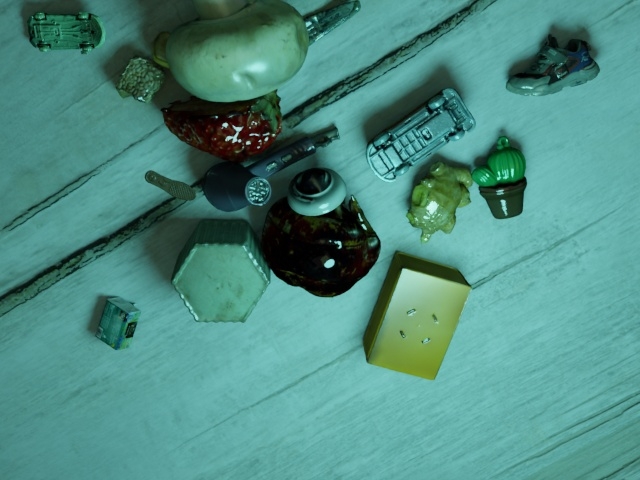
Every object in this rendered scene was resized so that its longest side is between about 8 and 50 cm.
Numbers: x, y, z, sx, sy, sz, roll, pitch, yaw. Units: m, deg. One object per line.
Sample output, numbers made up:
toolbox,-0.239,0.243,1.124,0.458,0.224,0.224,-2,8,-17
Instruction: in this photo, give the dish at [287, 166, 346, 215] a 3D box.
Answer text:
dish,-0.016,-0.133,1.738,0.141,0.141,0.078,-15,137,2

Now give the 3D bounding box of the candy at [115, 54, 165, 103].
candy,-0.418,-0.371,1.768,0.095,0.085,0.110,28,95,-6

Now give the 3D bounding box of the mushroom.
mushroom,-0.209,-0.432,1.642,0.356,0.315,0.315,27,105,0

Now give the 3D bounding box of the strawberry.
strawberry,-0.215,-0.256,1.736,0.280,0.253,0.150,-15,117,3

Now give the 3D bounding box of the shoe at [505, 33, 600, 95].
shoe,0.548,-0.419,1.799,0.227,0.099,0.126,-16,117,-4

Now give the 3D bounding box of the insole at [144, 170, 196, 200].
insole,-0.373,-0.136,1.890,0.135,0.002,0.045,26,105,-11

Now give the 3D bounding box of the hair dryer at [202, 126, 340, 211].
hair dryer,-0.097,-0.183,1.788,0.361,0.301,0.121,-32,109,-19

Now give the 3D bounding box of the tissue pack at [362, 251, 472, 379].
tissue pack,0.245,0.194,1.968,0.194,0.145,0.275,17,107,-7

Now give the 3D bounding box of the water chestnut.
water chestnut,0.000,0.000,1.837,0.289,0.289,0.244,36,65,-14

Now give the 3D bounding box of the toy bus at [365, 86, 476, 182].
toy bus,0.229,-0.254,1.827,0.265,0.120,0.121,-35,107,7

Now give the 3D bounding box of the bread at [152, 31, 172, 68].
bread,-0.336,-0.432,1.764,0.115,0.056,0.082,13,83,-23

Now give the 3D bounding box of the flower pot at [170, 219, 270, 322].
flower pot,-0.241,0.073,1.870,0.239,0.190,0.209,3,108,-4

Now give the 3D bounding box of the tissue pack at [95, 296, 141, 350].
tissue pack,-0.515,0.213,1.963,0.085,0.079,0.111,28,106,25

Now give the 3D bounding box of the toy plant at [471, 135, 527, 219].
toy plant,0.445,-0.155,1.885,0.142,0.105,0.201,-14,99,-6

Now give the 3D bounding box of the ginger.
ginger,0.290,-0.091,1.896,0.157,0.102,0.216,13,103,-37

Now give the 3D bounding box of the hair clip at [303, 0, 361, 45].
hair clip,-0.008,-0.498,1.774,0.229,0.036,0.066,-26,104,12

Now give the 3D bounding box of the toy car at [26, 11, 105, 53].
toy car,-0.576,-0.475,1.734,0.186,0.058,0.093,2,109,8
